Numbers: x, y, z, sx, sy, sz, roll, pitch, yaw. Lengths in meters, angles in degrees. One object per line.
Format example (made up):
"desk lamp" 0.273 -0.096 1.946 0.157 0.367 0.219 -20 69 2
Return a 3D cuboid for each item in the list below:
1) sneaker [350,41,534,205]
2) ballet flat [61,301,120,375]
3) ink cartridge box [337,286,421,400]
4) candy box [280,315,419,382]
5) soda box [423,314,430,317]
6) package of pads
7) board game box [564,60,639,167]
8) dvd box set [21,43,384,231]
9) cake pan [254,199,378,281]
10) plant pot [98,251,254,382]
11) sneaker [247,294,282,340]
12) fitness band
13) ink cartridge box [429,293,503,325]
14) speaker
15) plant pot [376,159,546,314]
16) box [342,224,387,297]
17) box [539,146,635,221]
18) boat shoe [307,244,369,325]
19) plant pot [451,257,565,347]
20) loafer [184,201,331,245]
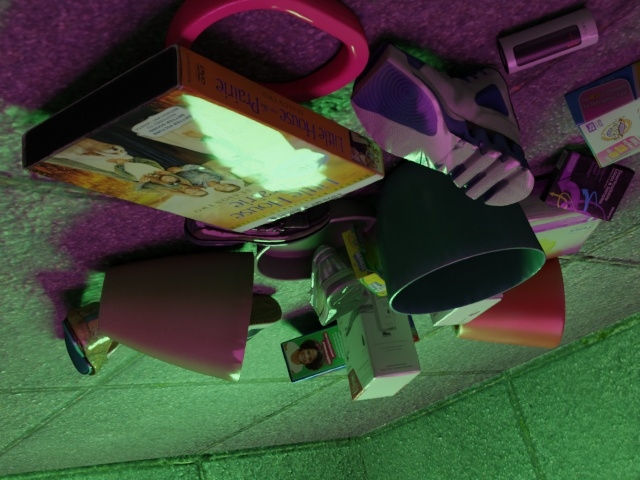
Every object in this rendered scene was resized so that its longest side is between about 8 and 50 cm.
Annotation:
"sneaker" 0.189 -0.198 1.254 0.315 0.182 0.127 32 134 -22
"ballet flat" -0.483 0.210 1.786 0.123 0.123 0.348 -8 163 -17
"ink cartridge box" 0.124 0.211 1.970 0.117 0.283 0.207 -5 156 -16
"candy box" 0.088 0.275 2.248 0.317 0.122 0.268 -22 170 14
"soda box" 0.285 0.166 2.255 0.058 0.063 0.183 -27 155 28
"package of pads" 0.497 -0.043 1.851 0.229 0.101 0.296 -12 158 -5
"board game box" 0.614 -0.255 1.469 0.316 0.064 0.242 -24 157 20
"dvd box set" -0.150 -0.118 1.174 0.307 0.062 0.420 -18 158 33
"cake pan" 0.000 0.000 1.686 0.293 0.054 0.293 -13 158 -5
"plant pot" -0.281 0.133 1.608 0.273 0.257 0.256 7 153 -10
"sneaker" -0.235 0.192 1.929 0.282 0.099 0.153 5 149 -47
"fitness band" -0.066 -0.242 1.068 0.209 0.054 0.290 -31 154 33
"ink cartridge box" 0.281 0.055 1.779 0.092 0.220 0.160 -5 155 -26
"speaker" 0.330 -0.290 1.212 0.136 0.055 0.055 -18 158 8
"plant pot" 0.234 -0.026 1.538 0.292 0.235 0.293 -14 158 -6
"box" 0.094 0.042 1.636 0.043 0.105 0.179 -22 156 11
"box" 0.535 -0.110 1.669 0.162 0.029 0.116 13 113 -18
"boat shoe" 0.029 0.099 1.760 0.118 0.103 0.320 -29 164 -5
"plant pot" 0.450 0.138 2.068 0.243 0.275 0.275 -3 157 -1
"loafer" -0.105 -0.045 1.466 0.267 0.096 0.084 -7 151 -14
